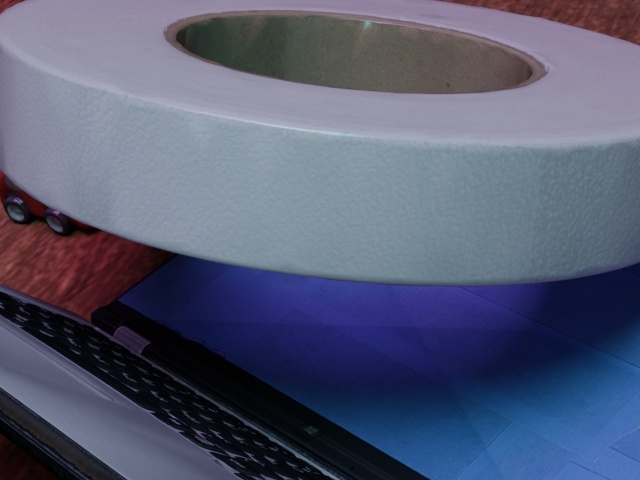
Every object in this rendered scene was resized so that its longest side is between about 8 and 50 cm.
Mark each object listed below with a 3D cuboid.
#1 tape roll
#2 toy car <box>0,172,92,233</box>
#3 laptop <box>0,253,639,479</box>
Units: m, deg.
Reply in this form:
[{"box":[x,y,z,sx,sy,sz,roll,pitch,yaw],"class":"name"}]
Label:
[{"box":[0.017,-0.076,0.743,0.392,0.072,0.392,5,19,-2],"class":"tape roll"},{"box":[-0.272,-0.052,0.973,0.225,0.053,0.239,-25,37,-10],"class":"toy car"},{"box":[0.000,0.000,0.658,0.382,0.408,0.236,24,86,42],"class":"laptop"}]
